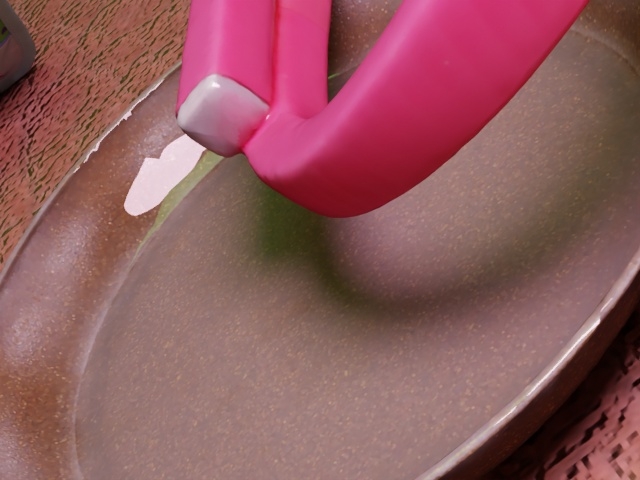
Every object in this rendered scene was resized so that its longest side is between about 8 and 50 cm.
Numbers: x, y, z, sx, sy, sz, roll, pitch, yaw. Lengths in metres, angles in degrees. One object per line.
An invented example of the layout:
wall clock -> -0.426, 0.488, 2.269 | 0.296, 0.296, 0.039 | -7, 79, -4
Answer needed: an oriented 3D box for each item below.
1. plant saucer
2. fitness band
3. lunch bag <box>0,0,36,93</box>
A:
plant saucer -> 0.000, 0.000, 0.505 | 0.311, 0.050, 0.310 | -25, 36, 20
fitness band -> 0.030, -0.136, 0.479 | 0.209, 0.054, 0.291 | -46, 27, 33
lunch bag -> -0.293, -0.095, 0.812 | 0.223, 0.160, 0.262 | -45, 28, -9
